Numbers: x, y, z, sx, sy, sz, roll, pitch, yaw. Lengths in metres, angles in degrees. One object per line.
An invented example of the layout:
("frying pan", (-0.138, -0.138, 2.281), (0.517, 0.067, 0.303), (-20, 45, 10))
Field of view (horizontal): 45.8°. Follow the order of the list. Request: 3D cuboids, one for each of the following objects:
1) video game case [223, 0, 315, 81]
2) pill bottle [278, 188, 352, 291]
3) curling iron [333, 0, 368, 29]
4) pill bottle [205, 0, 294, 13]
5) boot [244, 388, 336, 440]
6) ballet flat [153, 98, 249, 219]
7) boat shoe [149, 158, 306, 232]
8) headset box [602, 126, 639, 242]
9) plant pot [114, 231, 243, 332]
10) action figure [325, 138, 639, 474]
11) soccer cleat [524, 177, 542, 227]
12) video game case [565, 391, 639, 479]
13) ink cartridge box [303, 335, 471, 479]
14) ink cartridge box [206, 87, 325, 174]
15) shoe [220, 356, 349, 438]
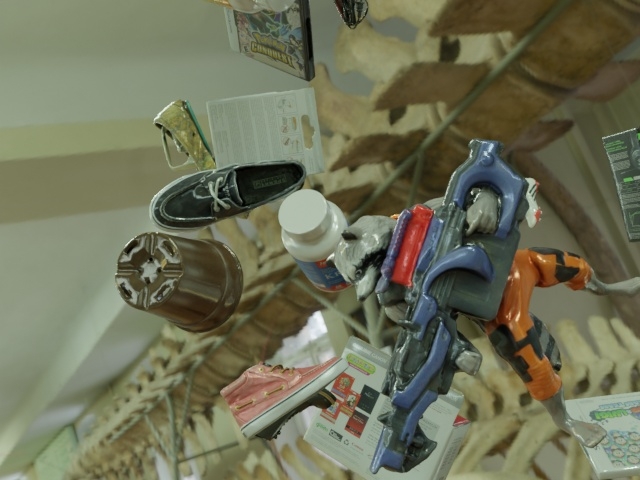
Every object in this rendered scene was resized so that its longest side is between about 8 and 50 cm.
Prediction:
("video game case", (-0.137, -0.555, 1.934), (0.035, 0.275, 0.248), (-46, -29, -30))
("pill bottle", (0.000, 0.000, 1.411), (0.124, 0.124, 0.221), (-22, -32, 8))
("curling iron", (0.019, -0.550, 1.512), (0.068, 0.274, 0.035), (-28, -2, 43))
("pill bottle", (-0.160, -0.503, 1.416), (0.136, 0.246, 0.136), (-35, -42, -39))
("boot", (-0.062, 0.329, 1.450), (0.198, 0.137, 0.077), (30, -20, -37))
("ballet flat", (-0.286, -0.172, 1.766), (0.123, 0.348, 0.123), (-28, -17, -9))
("boat shoe", (-0.169, -0.087, 1.398), (0.301, 0.108, 0.102), (-13, 0, -9))
("headset box", (0.826, -0.162, 1.773), (0.246, 0.283, 0.131), (-14, 0, -15))
("plant pot", (-0.237, 0.062, 1.246), (0.167, 0.167, 0.165), (-24, -20, 15))
("action figure", (0.148, 0.092, 0.791), (0.341, 0.330, 0.178), (-62, 8, -11))
("soccer cleat", (0.316, -0.058, 1.156), (0.036, 0.083, 0.029), (12, -24, -14))
("video game case", (0.434, 0.265, 1.048), (0.157, 0.019, 0.143), (-6, 28, -2))
("ink cartridge box", (0.161, 0.396, 1.700), (0.130, 0.309, 0.271), (15, -80, -61))
("ink cartridge box", (-0.117, -0.221, 1.634), (0.232, 0.189, 0.066), (-8, 10, 0))
("shoe", (-0.052, 0.198, 1.075), (0.178, 0.081, 0.063), (-33, -13, -7))
